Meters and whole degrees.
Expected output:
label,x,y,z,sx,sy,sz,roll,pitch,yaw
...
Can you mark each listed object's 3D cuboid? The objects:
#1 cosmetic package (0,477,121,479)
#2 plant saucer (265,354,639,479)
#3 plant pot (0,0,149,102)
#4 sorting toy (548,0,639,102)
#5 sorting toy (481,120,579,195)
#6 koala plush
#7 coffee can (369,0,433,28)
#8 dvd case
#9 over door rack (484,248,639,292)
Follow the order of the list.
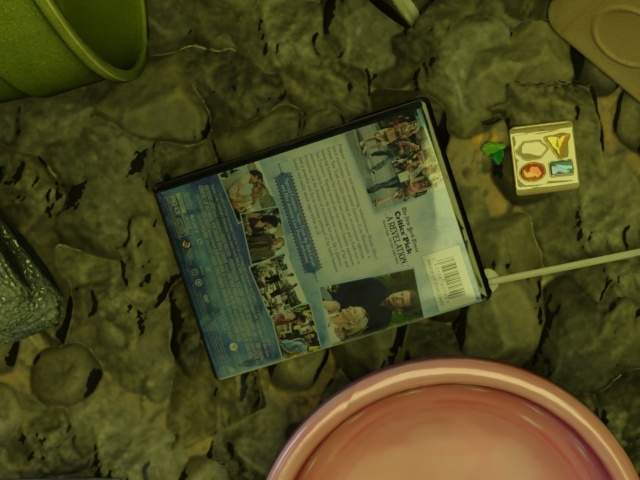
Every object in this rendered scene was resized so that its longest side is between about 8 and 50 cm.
label,x,y,z,sx,sy,sz,roll,pitch,yaw
cosmetic package,-0.280,0.325,1.527,0.224,0.138,0.224,0,94,-3
plant saucer,0.108,0.255,1.501,0.332,0.084,0.332,0,99,1
plant pot,-0.367,-0.236,1.385,0.353,0.366,0.366,-20,97,10
sorting toy,0.315,-0.172,1.506,0.208,0.193,0.038,43,56,-4
sorting toy,0.184,-0.070,1.578,0.083,0.012,0.062,-7,96,-3
koala plush,-0.361,0.038,1.480,0.221,0.196,0.203,-35,85,1
coffee can,0.096,-0.339,1.452,0.201,0.201,0.275,44,92,-6
dvd case,0.000,0.000,1.538,0.253,0.022,0.180,-17,93,12
over door rack,0.275,0.121,1.556,0.324,0.108,0.239,-10,95,-2
